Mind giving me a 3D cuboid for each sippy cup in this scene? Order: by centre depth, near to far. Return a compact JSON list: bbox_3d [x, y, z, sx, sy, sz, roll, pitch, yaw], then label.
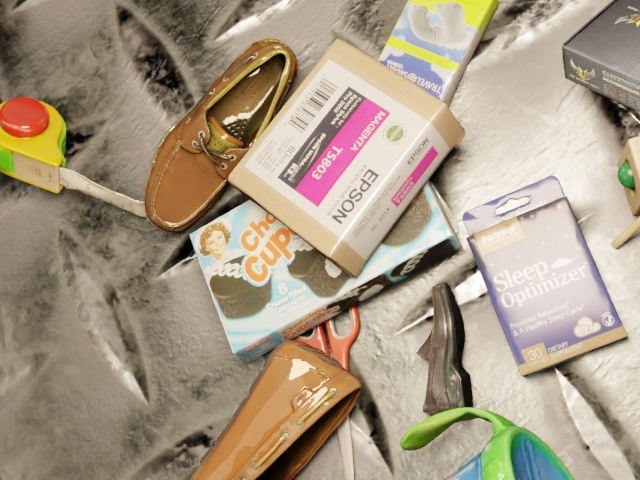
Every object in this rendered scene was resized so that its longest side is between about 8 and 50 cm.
[{"bbox_3d":[0.184,0.364,1.155,0.224,0.305,0.240,-34,113,21],"label":"sippy cup"}]

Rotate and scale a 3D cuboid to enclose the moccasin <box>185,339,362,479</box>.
[{"bbox_3d":[-0.075,0.316,1.286,0.147,0.139,0.380,33,88,26],"label":"moccasin"}]

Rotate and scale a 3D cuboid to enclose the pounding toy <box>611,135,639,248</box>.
[{"bbox_3d":[0.406,-0.066,1.194,0.141,0.130,0.100,-15,77,7],"label":"pounding toy"}]

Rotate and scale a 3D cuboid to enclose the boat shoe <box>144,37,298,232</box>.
[{"bbox_3d":[-0.142,-0.142,1.368,0.111,0.104,0.307,31,94,-14],"label":"boat shoe"}]

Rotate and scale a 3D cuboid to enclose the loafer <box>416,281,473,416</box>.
[{"bbox_3d":[0.149,0.138,1.275,0.061,0.062,0.170,-8,78,22],"label":"loafer"}]

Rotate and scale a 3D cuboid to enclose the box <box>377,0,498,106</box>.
[{"bbox_3d":[0.147,-0.258,1.344,0.109,0.042,0.178,26,90,20],"label":"box"}]

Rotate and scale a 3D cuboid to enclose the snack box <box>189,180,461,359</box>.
[{"bbox_3d":[0.000,0.000,1.329,0.322,0.060,0.187,-29,64,12],"label":"snack box"}]

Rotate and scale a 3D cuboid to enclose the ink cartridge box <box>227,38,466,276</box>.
[{"bbox_3d":[0.031,-0.106,1.267,0.193,0.088,0.234,36,88,31],"label":"ink cartridge box"}]

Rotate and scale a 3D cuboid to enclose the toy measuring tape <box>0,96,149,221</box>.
[{"bbox_3d":[-0.369,-0.128,1.472,0.330,0.121,0.121,20,88,3],"label":"toy measuring tape"}]

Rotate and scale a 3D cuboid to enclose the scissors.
[{"bbox_3d":[0.030,0.186,1.325,0.109,0.021,0.297,-25,74,11],"label":"scissors"}]

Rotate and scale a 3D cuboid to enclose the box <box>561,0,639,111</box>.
[{"bbox_3d":[0.426,-0.217,1.168,0.183,0.059,0.233,-41,49,-16],"label":"box"}]

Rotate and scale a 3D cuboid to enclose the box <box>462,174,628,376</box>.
[{"bbox_3d":[0.272,0.040,1.263,0.136,0.036,0.225,-24,74,13],"label":"box"}]
